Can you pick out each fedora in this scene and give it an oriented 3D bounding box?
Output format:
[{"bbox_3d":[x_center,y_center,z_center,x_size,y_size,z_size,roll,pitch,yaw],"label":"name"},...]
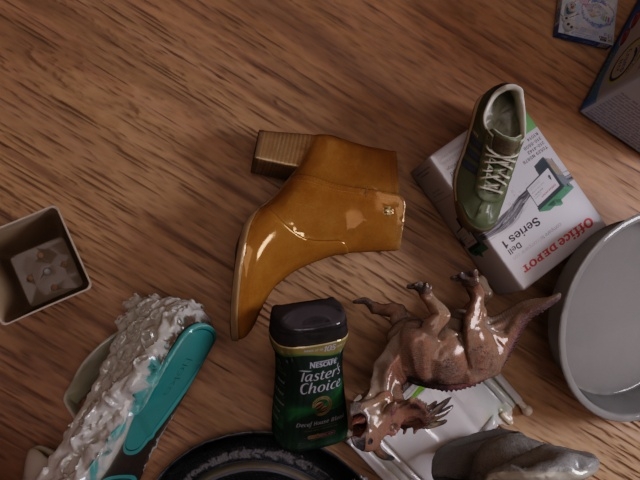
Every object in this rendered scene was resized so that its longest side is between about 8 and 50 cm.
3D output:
[{"bbox_3d":[-0.062,0.388,0.834,0.334,0.152,0.333,1,82,-10],"label":"fedora"}]

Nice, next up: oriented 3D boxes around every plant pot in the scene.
[{"bbox_3d":[-0.343,0.033,0.863,0.109,0.096,0.109,-24,87,-11],"label":"plant pot"}]

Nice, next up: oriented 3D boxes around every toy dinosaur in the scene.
[{"bbox_3d":[0.159,0.149,0.892,0.296,0.127,0.200,-12,82,-7],"label":"toy dinosaur"}]

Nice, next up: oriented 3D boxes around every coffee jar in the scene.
[{"bbox_3d":[-0.014,0.162,0.873,0.096,0.079,0.184,-7,110,-17],"label":"coffee jar"}]

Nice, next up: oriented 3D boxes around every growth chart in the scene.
[{"bbox_3d":[0.153,0.234,0.956,0.237,0.021,0.172,-35,89,-12],"label":"growth chart"}]

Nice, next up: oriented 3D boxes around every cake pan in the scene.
[{"bbox_3d":[0.426,0.099,0.956,0.293,0.054,0.293,-5,103,-21],"label":"cake pan"}]

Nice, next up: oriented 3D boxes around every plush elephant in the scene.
[{"bbox_3d":[0.210,0.340,0.807,0.255,0.272,0.330,-37,91,-3],"label":"plush elephant"}]

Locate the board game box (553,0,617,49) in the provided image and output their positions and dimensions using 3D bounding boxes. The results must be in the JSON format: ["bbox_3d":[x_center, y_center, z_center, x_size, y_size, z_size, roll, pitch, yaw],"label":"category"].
[{"bbox_3d":[0.403,-0.344,1.074,0.090,0.020,0.090,11,81,-7],"label":"board game box"}]

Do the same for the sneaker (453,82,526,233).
[{"bbox_3d":[0.215,-0.108,0.882,0.064,0.086,0.192,12,81,-6],"label":"sneaker"}]

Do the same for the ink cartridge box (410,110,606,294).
[{"bbox_3d":[0.258,-0.057,0.975,0.160,0.092,0.219,-36,89,-11],"label":"ink cartridge box"}]

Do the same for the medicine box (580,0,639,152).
[{"bbox_3d":[0.533,-0.280,0.949,0.149,0.289,0.263,32,79,-4],"label":"medicine box"}]

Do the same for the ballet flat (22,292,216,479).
[{"bbox_3d":[-0.269,0.244,0.848,0.147,0.147,0.408,30,76,-4],"label":"ballet flat"}]

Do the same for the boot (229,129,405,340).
[{"bbox_3d":[0.000,-0.001,0.920,0.211,0.104,0.295,11,77,-7],"label":"boot"}]
